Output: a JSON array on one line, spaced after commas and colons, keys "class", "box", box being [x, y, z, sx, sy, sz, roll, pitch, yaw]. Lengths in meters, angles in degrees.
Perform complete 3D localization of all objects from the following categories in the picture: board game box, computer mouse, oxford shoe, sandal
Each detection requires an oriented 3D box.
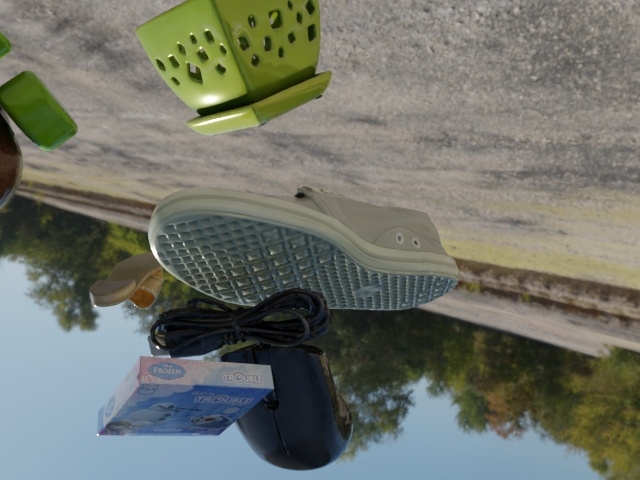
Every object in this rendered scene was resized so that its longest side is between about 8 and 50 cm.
[{"class": "board game box", "box": [-0.092, 0.109, 0.371, 0.090, 0.020, 0.090, 13, 137, -32]}, {"class": "computer mouse", "box": [-0.049, 0.173, 0.579, 0.188, 0.072, 0.272, -11, 128, 17]}, {"class": "oxford shoe", "box": [0.000, 0.000, 0.670, 0.449, 0.130, 0.169, 10, 145, -41]}, {"class": "sandal", "box": [-0.322, 0.086, 0.951, 0.088, 0.079, 0.240, -1, -165, 7]}]

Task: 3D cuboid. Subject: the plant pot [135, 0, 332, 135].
[{"class": "plant pot", "box": [-0.128, -0.306, 0.918, 0.228, 0.207, 0.227, 1, -151, 46]}]

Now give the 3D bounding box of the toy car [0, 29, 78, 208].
[{"class": "toy car", "box": [-0.256, -0.087, 0.296, 0.149, 0.155, 0.188, 50, 170, 2]}]
